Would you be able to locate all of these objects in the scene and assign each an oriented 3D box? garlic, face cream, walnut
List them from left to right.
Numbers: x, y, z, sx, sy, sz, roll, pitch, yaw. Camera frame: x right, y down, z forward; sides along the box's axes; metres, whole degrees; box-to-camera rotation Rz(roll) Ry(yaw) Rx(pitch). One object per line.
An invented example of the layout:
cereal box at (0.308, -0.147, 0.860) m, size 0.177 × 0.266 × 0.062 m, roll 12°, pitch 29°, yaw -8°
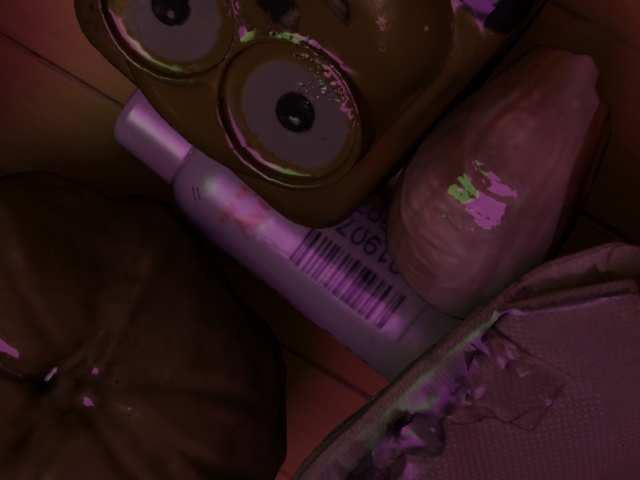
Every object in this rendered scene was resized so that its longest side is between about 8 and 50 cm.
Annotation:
walnut at (-0.167, 0.095, 0.863) m, size 0.277 × 0.282 × 0.253 m, roll -23°, pitch 66°, yaw 60°
face cream at (0.000, 0.000, 0.835) m, size 0.269 × 0.082 × 0.082 m, roll 38°, pitch 129°, yaw 0°
garlic at (0.084, -0.010, 0.724) m, size 0.087 × 0.101 × 0.195 m, roll 40°, pitch 161°, yaw 16°

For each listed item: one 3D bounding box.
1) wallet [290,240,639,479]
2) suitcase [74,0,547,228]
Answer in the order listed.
wallet at (0.127, 0.116, 0.770) m, size 0.275 × 0.068 × 0.335 m, roll 17°, pitch 131°, yaw -39°
suitcase at (0.000, -0.132, 0.712) m, size 0.194 × 0.143 × 0.235 m, roll 40°, pitch 130°, yaw -1°
